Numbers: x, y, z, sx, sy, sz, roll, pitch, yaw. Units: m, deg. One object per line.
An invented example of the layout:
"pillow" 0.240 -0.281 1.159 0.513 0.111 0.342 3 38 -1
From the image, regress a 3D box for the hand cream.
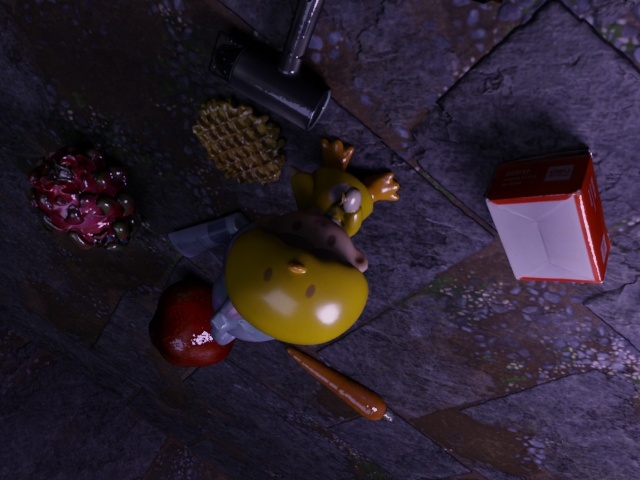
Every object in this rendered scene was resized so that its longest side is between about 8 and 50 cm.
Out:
"hand cream" -0.254 -0.010 1.245 0.255 0.048 0.079 -15 118 43

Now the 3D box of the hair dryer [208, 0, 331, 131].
"hair dryer" -0.054 -0.306 0.805 0.196 0.078 0.248 30 131 2

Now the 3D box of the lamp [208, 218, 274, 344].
"lamp" -0.125 0.071 1.074 0.247 0.247 0.301 45 156 14

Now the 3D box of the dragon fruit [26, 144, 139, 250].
"dragon fruit" -0.512 -0.082 1.228 0.273 0.218 0.198 45 176 -24

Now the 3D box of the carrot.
"carrot" 0.047 0.379 1.449 0.336 0.069 0.069 32 141 3

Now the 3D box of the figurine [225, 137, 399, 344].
"figurine" 0.000 0.000 0.863 0.215 0.343 0.187 24 145 12

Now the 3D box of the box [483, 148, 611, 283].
"box" 0.337 -0.031 0.810 0.133 0.099 0.182 -4 131 39

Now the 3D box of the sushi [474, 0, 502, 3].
"sushi" 0.150 -0.338 0.445 0.171 0.211 0.350 35 177 3

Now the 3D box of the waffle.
"waffle" -0.146 -0.177 1.006 0.191 0.038 0.191 18 139 16

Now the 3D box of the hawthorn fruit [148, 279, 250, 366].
"hawthorn fruit" -0.295 0.229 1.404 0.266 0.210 0.230 25 137 -16
